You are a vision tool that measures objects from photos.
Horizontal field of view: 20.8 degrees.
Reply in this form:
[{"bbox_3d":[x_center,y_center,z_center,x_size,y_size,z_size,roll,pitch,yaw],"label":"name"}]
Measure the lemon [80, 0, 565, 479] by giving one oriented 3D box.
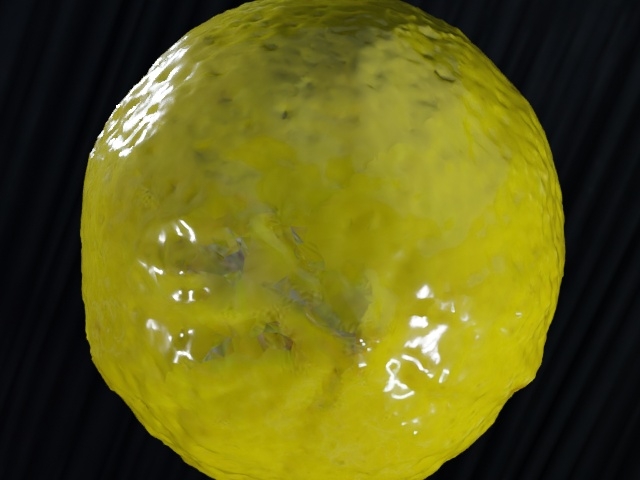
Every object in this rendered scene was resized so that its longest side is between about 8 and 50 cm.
[{"bbox_3d":[0.000,0.002,0.609,0.180,0.180,0.193,17,-143,-19],"label":"lemon"}]
